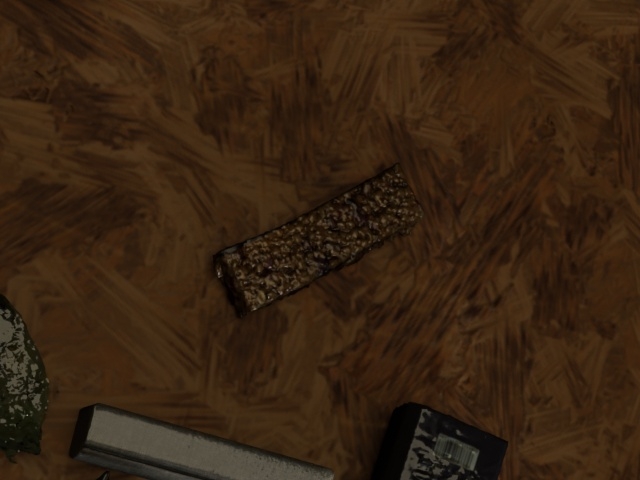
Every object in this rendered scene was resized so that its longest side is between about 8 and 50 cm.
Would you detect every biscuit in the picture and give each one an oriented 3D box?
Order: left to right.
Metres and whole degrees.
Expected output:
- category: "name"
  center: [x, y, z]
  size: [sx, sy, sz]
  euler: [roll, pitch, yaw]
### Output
- category: "biscuit"
  center: [0.000, 0.000, 1.370]
  size: [0.199, 0.034, 0.064]
  euler: [-27, 87, -23]

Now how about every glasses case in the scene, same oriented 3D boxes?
- category: "glasses case"
  center: [-0.097, 0.181, 1.270]
  size: [0.205, 0.071, 0.047]
  euler: [19, 75, -15]

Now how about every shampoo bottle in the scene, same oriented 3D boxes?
- category: "shampoo bottle"
  center: [0.063, 0.294, 1.297]
  size: [0.098, 0.071, 0.309]
  euler: [25, 70, -13]

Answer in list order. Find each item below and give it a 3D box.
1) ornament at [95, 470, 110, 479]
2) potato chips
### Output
- category: "ornament"
  center: [-0.195, 0.285, 1.203]
  size: [0.236, 0.080, 0.202]
  euler: [-19, 80, -23]
- category: "potato chips"
  center: [-0.322, 0.104, 1.232]
  size: [0.220, 0.029, 0.202]
  euler: [9, 71, -16]
